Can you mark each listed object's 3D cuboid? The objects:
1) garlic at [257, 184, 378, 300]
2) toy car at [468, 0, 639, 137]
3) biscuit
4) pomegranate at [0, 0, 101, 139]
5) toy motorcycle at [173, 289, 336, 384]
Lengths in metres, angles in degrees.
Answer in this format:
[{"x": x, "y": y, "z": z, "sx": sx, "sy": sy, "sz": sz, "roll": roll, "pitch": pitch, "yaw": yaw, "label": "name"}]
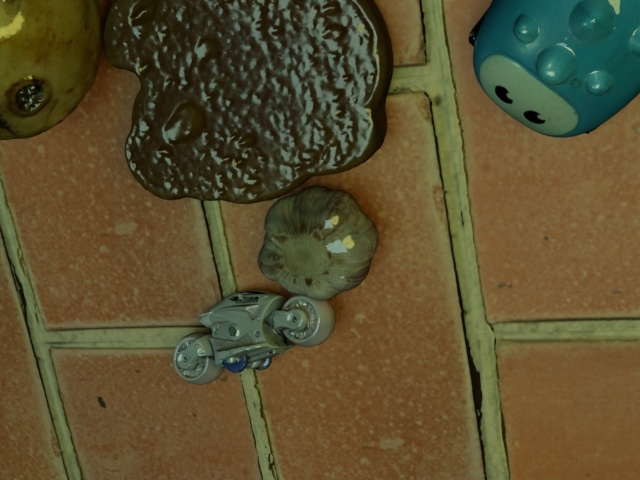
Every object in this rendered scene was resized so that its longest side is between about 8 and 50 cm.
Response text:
[{"x": 0.000, "y": 0.000, "z": 1.333, "sx": 0.147, "sy": 0.102, "sz": 0.159, "roll": 44, "pitch": 124, "yaw": 1, "label": "garlic"}, {"x": 0.268, "y": -0.220, "z": 1.101, "sx": 0.188, "sy": 0.190, "sz": 0.255, "roll": 39, "pitch": 120, "yaw": 1, "label": "toy car"}, {"x": -0.101, "y": -0.199, "z": 1.302, "sx": 0.381, "sy": 0.074, "sz": 0.359, "roll": -39, "pitch": 88, "yaw": 28, "label": "biscuit"}, {"x": -0.396, "y": -0.251, "z": 1.308, "sx": 0.260, "sy": 0.260, "sz": 0.260, "roll": 7, "pitch": 113, "yaw": 17, "label": "pomegranate"}, {"x": -0.095, "y": 0.119, "z": 1.428, "sx": 0.254, "sy": 0.112, "sz": 0.112, "roll": -23, "pitch": 101, "yaw": 27, "label": "toy motorcycle"}]
